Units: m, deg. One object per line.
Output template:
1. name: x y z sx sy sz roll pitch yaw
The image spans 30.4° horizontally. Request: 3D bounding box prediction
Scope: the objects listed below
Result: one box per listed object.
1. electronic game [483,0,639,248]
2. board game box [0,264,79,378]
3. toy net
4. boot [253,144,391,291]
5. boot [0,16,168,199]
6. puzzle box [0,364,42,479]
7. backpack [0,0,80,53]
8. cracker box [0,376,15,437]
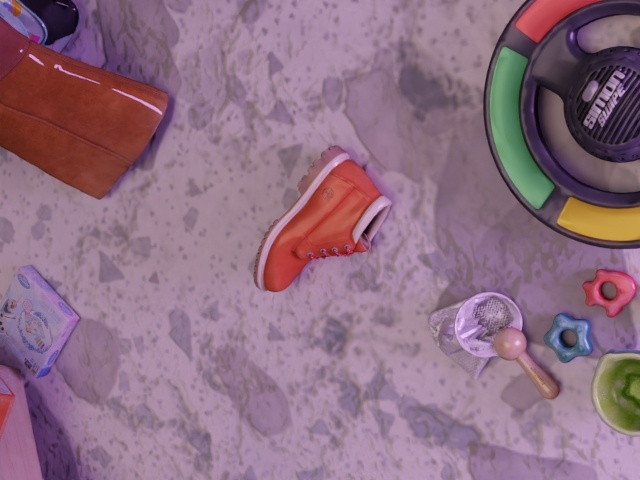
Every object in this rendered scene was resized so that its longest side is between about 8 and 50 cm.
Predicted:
1. electronic game: 0.235 -0.107 0.925 0.229 0.048 0.229 5 100 31
2. board game box: -0.319 0.090 1.307 0.090 0.020 0.090 43 117 19
3. toy net: 0.189 0.079 0.981 0.232 0.045 0.122 11 103 30
4. boot: 0.000 0.000 1.080 0.084 0.059 0.158 41 114 15
5. boot: -0.332 -0.110 1.162 0.264 0.280 0.096 -47 42 23
6. puzzle box: -0.428 0.370 1.325 0.409 0.052 0.272 -51 42 27
7. backpack: -0.365 -0.206 1.217 0.166 0.144 0.188 41 127 -3
8. cracker box: -0.424 0.189 1.289 0.232 0.067 0.156 30 101 53
